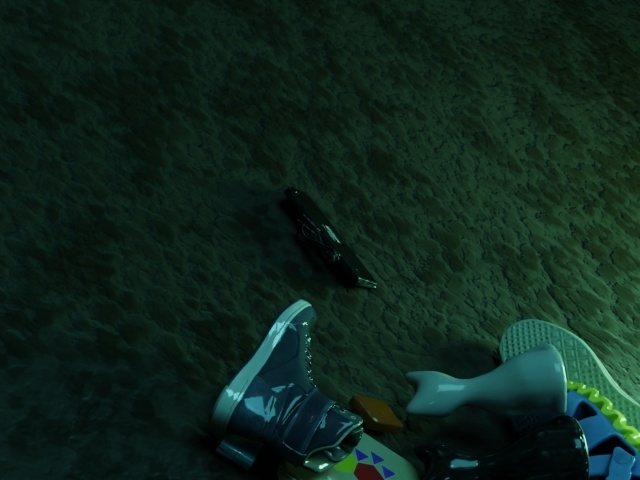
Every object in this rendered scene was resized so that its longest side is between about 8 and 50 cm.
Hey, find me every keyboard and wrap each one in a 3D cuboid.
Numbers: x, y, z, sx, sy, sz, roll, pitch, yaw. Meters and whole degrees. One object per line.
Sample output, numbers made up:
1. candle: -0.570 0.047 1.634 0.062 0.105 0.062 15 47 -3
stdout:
1. keyboard: 0.000 0.000 2.008 0.192 0.038 0.100 52 14 26

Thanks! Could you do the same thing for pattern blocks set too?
1. pattern blocks set: 0.040 0.286 1.677 0.325 0.026 0.285 38 34 6

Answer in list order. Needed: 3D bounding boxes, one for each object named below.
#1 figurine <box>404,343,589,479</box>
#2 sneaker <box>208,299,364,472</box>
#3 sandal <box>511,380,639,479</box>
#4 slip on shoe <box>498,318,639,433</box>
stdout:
1. figurine: 0.211 0.229 1.750 0.209 0.092 0.215 -6 39 1
2. sneaker: -0.012 0.176 1.656 0.163 0.086 0.226 26 43 8
3. sandal: 0.344 0.285 1.795 0.138 0.126 0.317 -22 31 -25
4. slip on shoe: 0.381 0.237 1.968 0.123 0.101 0.331 -45 63 -11
